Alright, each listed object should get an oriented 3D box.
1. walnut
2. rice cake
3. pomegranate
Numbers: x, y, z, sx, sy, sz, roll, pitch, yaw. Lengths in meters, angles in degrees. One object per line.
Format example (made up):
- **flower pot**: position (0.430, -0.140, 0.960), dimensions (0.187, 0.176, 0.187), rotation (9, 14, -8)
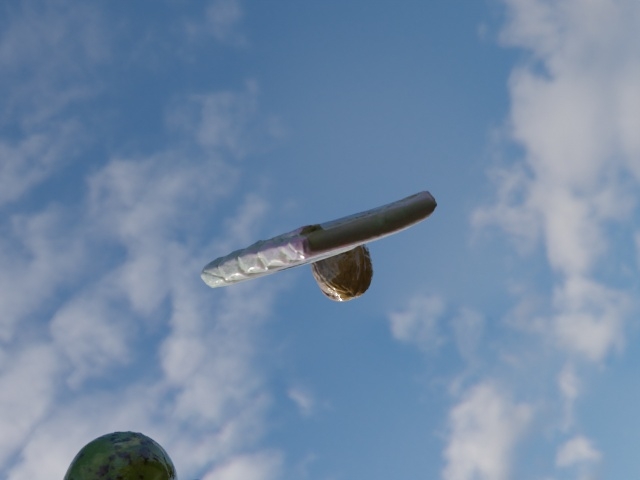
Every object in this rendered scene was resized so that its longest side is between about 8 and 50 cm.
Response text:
- **walnut**: position (0.036, 0.042, 1.763), dimensions (0.105, 0.124, 0.105), rotation (-15, -38, -12)
- **rice cake**: position (0.000, 0.000, 1.194), dimensions (0.198, 0.189, 0.037), rotation (-16, -93, -43)
- **pomegranate**: position (-0.288, 0.407, 1.737), dimensions (0.211, 0.263, 0.211), rotation (-1, -90, -76)
